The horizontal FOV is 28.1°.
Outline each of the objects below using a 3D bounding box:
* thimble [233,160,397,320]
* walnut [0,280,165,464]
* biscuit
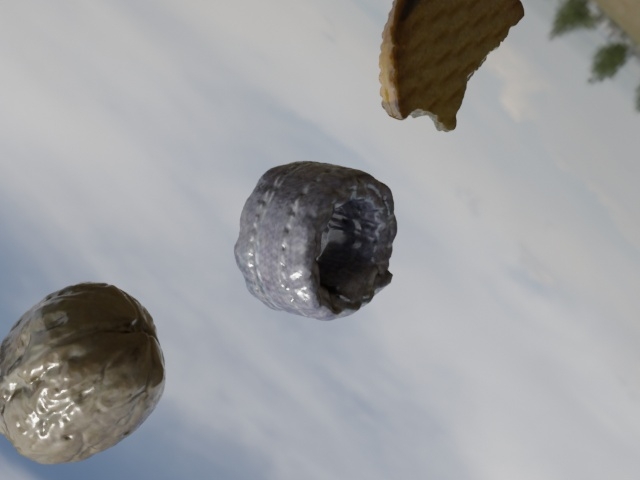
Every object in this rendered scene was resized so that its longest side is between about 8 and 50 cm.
[{"bbox_3d":[-0.002,0.000,1.203,0.097,0.150,0.150,12,172,39],"label":"thimble"},{"bbox_3d":[-0.264,0.145,1.364,0.178,0.230,0.178,35,-150,-24],"label":"walnut"},{"bbox_3d":[0.130,-0.197,1.261,0.031,0.176,0.228,5,-169,40],"label":"biscuit"}]
